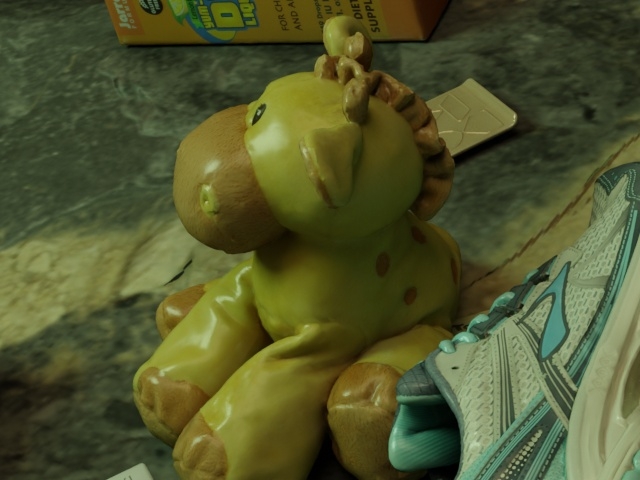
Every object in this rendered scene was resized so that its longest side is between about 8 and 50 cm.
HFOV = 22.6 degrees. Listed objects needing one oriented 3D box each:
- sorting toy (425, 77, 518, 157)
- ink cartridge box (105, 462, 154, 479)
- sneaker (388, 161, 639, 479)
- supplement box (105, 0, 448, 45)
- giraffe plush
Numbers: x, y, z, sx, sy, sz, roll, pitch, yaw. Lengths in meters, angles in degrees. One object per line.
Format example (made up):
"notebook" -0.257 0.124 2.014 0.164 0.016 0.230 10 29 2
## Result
"sorting toy" 0.072 -0.073 0.953 0.062 0.012 0.083 -30 40 -12
"ink cartridge box" -0.097 0.160 0.651 0.109 0.062 0.209 -24 35 -11
"sneaker" 0.093 0.055 0.669 0.122 0.110 0.283 6 39 15
"supplement box" -0.033 -0.181 1.089 0.233 0.078 0.080 3 42 25
"giraffe plush" 0.000 0.000 0.740 0.210 0.170 0.181 -24 35 -12
